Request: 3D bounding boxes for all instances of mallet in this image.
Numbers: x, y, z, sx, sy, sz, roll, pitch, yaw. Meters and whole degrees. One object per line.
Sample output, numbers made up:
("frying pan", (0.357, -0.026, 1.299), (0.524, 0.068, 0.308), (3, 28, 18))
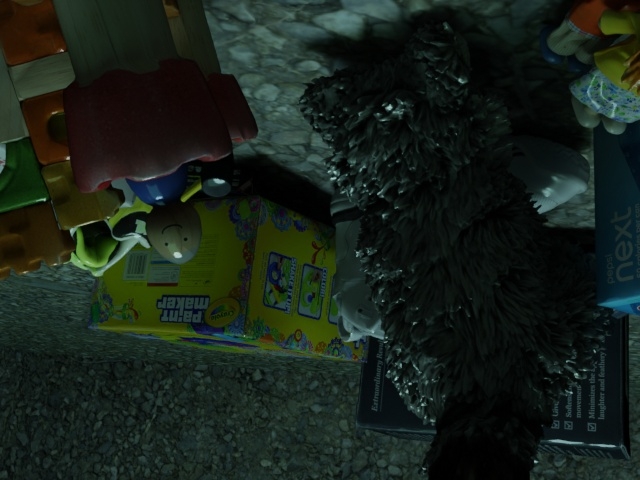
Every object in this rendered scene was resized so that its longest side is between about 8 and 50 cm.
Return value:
("mallet", (-0.175, -0.045, 0.989), (0.039, 0.062, 0.189), (31, 124, -35))

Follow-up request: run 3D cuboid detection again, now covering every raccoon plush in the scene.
("raccoon plush", (0.110, 0.020, 0.629), (0.216, 0.446, 0.299), (-26, 118, 12))

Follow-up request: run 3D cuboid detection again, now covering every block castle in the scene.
("block castle", (-0.277, -0.052, 0.527), (0.453, 0.213, 0.303), (-15, -171, 2))

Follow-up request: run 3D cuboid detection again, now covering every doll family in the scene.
("doll family", (0.290, -0.125, 0.567), (0.262, 0.119, 0.163), (9, 163, -8))

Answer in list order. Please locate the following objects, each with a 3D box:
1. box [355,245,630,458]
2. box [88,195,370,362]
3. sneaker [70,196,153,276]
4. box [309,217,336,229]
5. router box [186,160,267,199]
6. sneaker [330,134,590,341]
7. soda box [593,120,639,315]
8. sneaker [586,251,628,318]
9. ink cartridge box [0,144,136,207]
("box", (0.283, 0.178, 1.270), (0.395, 0.294, 0.212), (0, 162, 23))
("box", (-0.116, 0.063, 1.126), (0.289, 0.177, 0.279), (-2, 165, 37))
("sneaker", (-0.323, -0.028, 1.019), (0.145, 0.147, 0.384), (23, 149, -35))
("box", (0.000, 0.000, 1.252), (0.162, 0.029, 0.116), (14, 162, -18))
("router box", (-0.127, -0.065, 1.069), (0.092, 0.038, 0.122), (6, 163, 7))
("sneaker", (0.145, 0.014, 0.926), (0.137, 0.210, 0.365), (20, 159, -38))
("soda box", (0.282, -0.045, 0.675), (0.067, 0.210, 0.071), (15, 159, -27))
("sneaker", (0.289, 0.074, 1.101), (0.318, 0.112, 0.131), (-9, 171, 22))
("ink cartridge box", (-0.370, -0.113, 0.852), (0.306, 0.131, 0.226), (-4, 160, 36))
